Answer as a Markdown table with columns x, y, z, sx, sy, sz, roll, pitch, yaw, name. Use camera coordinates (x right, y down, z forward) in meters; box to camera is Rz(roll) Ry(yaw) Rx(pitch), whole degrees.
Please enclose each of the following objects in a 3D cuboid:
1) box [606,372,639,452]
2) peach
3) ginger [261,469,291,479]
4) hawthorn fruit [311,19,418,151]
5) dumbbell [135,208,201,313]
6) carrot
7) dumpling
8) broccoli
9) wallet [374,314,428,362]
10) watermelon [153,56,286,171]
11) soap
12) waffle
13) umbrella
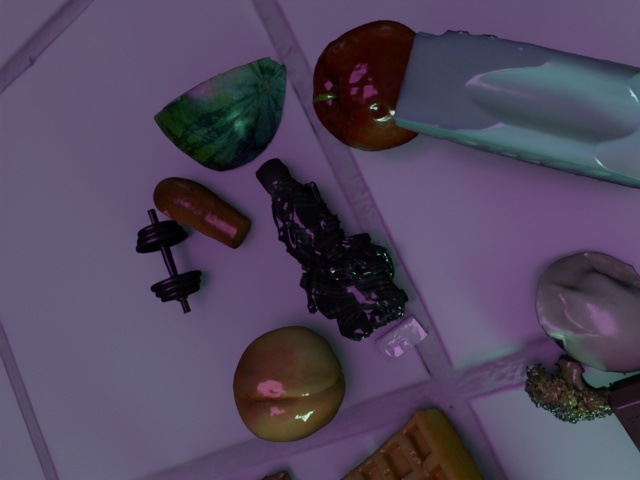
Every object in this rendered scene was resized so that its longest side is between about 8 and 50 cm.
| x | y | z | sx | sy | sz | roll | pitch | yaw | name |
| --- | --- | --- | --- | --- | --- | --- | --- | --- | --- |
| 0.482 | 0.224 | 0.510 | 0.215 | 0.086 | 0.215 | -34 | 81 | 26 | box |
| -0.054 | 0.233 | 0.747 | 0.184 | 0.184 | 0.184 | 2 | 95 | 23 | peach |
| -0.119 | 0.476 | 0.859 | 0.173 | 0.051 | 0.069 | -24 | 81 | 21 | ginger |
| 0.064 | -0.213 | 0.647 | 0.179 | 0.200 | 0.179 | 34 | 133 | 48 | hawthorn fruit |
| -0.286 | 0.038 | 0.871 | 0.099 | 0.099 | 0.208 | -23 | 85 | 23 | dumbbell |
| -0.218 | -0.057 | 0.845 | 0.193 | 0.087 | 0.087 | 24 | 103 | 19 | carrot |
| 0.374 | 0.094 | 0.603 | 0.177 | 0.092 | 0.150 | 17 | 90 | 24 | dumpling |
| 0.343 | 0.202 | 0.629 | 0.097 | 0.095 | 0.092 | -9 | 67 | 58 | broccoli |
| 0.130 | 0.160 | 0.749 | 0.083 | 0.011 | 0.044 | -42 | 78 | 20 | wallet |
| -0.154 | -0.204 | 0.805 | 0.231 | 0.128 | 0.146 | -21 | 103 | 21 | watermelon |
| 0.254 | -0.147 | 0.538 | 0.324 | 0.193 | 0.109 | 17 | 101 | 6 | soap |
| 0.136 | 0.409 | 0.677 | 0.248 | 0.055 | 0.221 | -48 | 38 | 16 | waffle |
| 0.009 | -0.005 | 0.731 | 0.154 | 0.128 | 0.336 | -30 | 79 | 24 | umbrella |
